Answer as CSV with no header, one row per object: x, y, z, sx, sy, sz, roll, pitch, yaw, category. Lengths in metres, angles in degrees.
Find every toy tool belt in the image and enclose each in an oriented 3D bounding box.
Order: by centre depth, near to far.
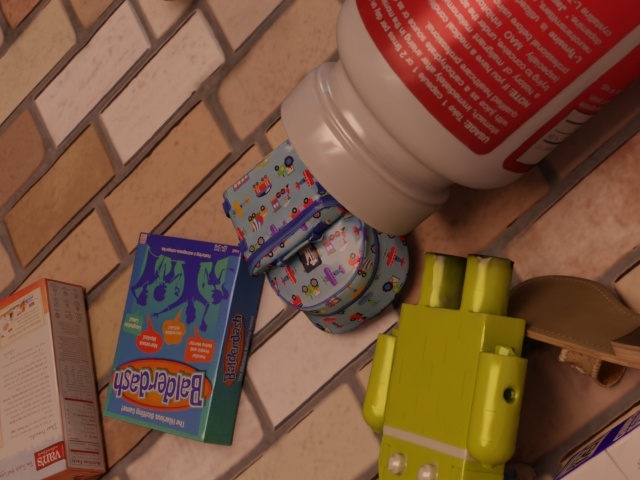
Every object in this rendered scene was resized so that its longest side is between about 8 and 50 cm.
0.174,0.232,1.272,0.052,0.051,0.083,-48,55,20,toy tool belt

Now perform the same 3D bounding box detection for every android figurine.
0.110,0.146,1.294,0.248,0.056,0.273,-174,95,-67,android figurine

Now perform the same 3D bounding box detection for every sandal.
0.243,0.094,1.231,0.240,0.088,0.079,15,131,60,sandal

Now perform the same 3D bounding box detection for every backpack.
0.000,0.000,1.427,0.158,0.117,0.173,-34,63,29,backpack

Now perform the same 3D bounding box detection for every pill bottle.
0.164,-0.194,1.268,0.408,0.229,0.229,-42,57,23,pill bottle

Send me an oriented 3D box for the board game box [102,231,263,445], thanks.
-0.148,0.104,1.561,0.160,0.047,0.210,7,84,39,board game box

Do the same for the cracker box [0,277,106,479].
-0.337,0.180,1.681,0.156,0.067,0.232,-25,64,33,cracker box

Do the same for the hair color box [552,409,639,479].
0.356,0.161,1.072,0.339,0.110,0.185,-40,83,23,hair color box
